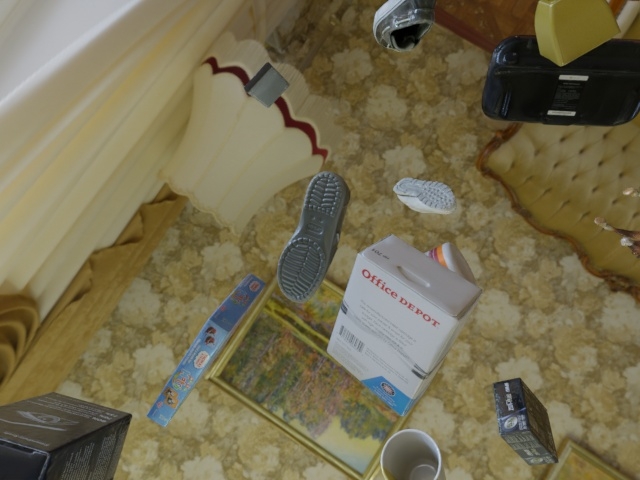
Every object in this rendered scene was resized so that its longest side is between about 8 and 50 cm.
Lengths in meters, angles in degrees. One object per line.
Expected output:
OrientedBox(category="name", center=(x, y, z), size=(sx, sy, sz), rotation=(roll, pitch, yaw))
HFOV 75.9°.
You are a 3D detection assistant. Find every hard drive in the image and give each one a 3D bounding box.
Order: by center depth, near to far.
OrientedBox(category="hard drive", center=(-0.145, -0.424, 1.129), size=(0.022, 0.094, 0.135), rotation=(49, -168, 10))

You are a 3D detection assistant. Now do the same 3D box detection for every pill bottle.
OrientedBox(category="pill bottle", center=(0.205, 0.102, 0.880), size=(0.121, 0.221, 0.121), rotation=(40, -147, -33))

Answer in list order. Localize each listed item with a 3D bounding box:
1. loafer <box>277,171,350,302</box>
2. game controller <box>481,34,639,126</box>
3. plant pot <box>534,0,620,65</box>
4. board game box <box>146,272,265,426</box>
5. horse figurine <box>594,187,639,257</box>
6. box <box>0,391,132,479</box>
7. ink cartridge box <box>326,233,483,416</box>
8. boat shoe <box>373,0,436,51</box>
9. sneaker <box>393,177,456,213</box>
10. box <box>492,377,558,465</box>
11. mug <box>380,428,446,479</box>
OrientedBox(category="loafer", center=(0.000, 0.000, 0.745), size=(0.095, 0.251, 0.087), rotation=(30, -162, 22))
OrientedBox(category="game controller", center=(0.495, -0.314, 0.822), size=(0.320, 0.067, 0.166), rotation=(5, 131, 4))
OrientedBox(category="plant pot", center=(0.357, -0.318, 0.588), size=(0.083, 0.081, 0.081), rotation=(50, -155, -27))
OrientedBox(category="board game box", center=(-0.176, 0.167, 0.648), size=(0.039, 0.211, 0.160), rotation=(34, -158, -1))
OrientedBox(category="horse figurine", center=(0.535, -0.045, 0.574), size=(0.175, 0.066, 0.263), rotation=(25, 144, -18))
OrientedBox(category="box", center=(-0.398, 0.303, 0.580), size=(0.153, 0.108, 0.207), rotation=(13, 171, 7))
OrientedBox(category="ink cartridge box", center=(0.099, 0.110, 0.534), size=(0.140, 0.190, 0.082), rotation=(36, -140, 27))
OrientedBox(category="boat shoe", center=(0.212, -0.563, 1.090), size=(0.121, 0.118, 0.335), rotation=(1, -173, -4))
OrientedBox(category="sneaker", center=(0.330, -0.124, 1.265), size=(0.235, 0.090, 0.094), rotation=(36, 163, 53))
OrientedBox(category="box", center=(0.535, 0.475, 1.076), size=(0.078, 0.147, 0.180), rotation=(-27, 120, 32))
OrientedBox(category="mug", center=(0.097, 0.247, 0.429), size=(0.062, 0.078, 0.064), rotation=(32, 157, 49))
